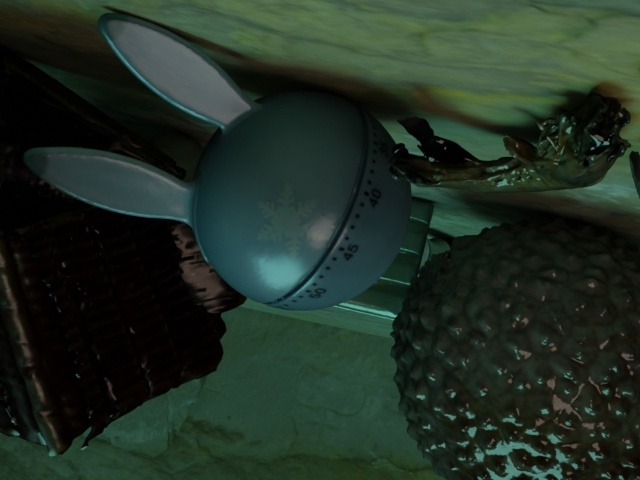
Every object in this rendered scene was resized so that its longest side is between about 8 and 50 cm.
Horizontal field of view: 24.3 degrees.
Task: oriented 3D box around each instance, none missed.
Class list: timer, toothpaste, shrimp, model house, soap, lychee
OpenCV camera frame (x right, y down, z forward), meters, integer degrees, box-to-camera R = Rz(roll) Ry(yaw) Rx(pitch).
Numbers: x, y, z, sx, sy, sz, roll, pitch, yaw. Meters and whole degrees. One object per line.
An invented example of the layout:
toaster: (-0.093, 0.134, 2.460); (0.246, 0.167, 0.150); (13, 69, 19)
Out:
timer: (-0.057, -0.053, 1.059); (0.255, 0.175, 0.175); (30, 173, -1)
toothpaste: (0.168, 0.027, 1.671); (0.193, 0.045, 0.071); (12, -175, -42)
shrimp: (0.122, -0.061, 0.960); (0.152, 0.046, 0.219); (2, 173, -5)
model house: (-0.219, -0.014, 1.104); (0.297, 0.317, 0.282); (-16, -166, -7)
soap: (0.000, 0.000, 1.435); (0.198, 0.119, 0.066); (14, 173, -3)
lychee: (0.193, 0.119, 1.340); (0.300, 0.300, 0.300); (14, 173, 2)

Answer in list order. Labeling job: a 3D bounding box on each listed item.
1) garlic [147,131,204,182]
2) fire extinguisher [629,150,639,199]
garlic: (-0.200, 0.017, 1.389); (0.132, 0.279, 0.325); (40, -144, 3)
fire extinguisher: (0.324, 0.000, 0.925); (0.269, 0.105, 0.105); (9, 172, 33)
